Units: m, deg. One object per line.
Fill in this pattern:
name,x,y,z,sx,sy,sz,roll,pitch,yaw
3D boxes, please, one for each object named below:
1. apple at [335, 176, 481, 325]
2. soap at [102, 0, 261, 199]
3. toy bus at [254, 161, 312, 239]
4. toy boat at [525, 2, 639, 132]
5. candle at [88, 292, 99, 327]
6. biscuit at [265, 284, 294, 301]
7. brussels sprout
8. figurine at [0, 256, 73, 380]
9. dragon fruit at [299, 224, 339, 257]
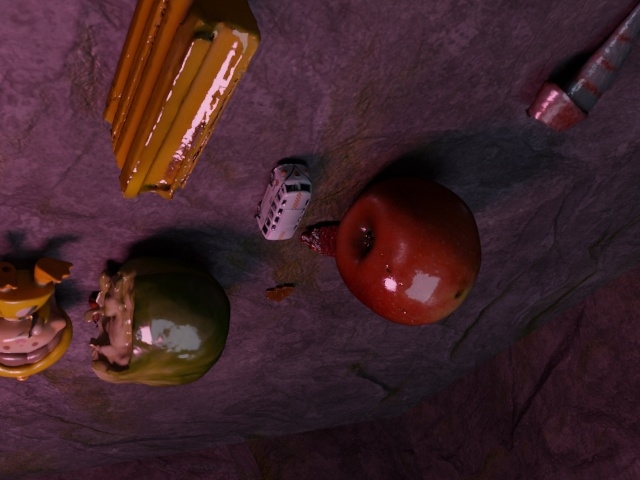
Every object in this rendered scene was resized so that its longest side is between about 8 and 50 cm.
apple,0.196,0.023,1.269,0.277,0.348,0.348,11,139,-31
soap,-0.209,-0.223,0.772,0.096,0.204,0.324,2,145,-36
toy bus,-0.076,-0.080,1.190,0.087,0.089,0.194,-3,145,-26
toy boat,0.561,-0.350,1.122,0.206,0.096,0.282,2,132,-42
candle,-0.577,0.180,1.413,0.026,0.021,0.167,17,143,-7
biscuit,-0.118,0.151,1.618,0.092,0.016,0.082,-28,144,15
brussels sprout,-0.375,0.201,1.304,0.315,0.276,0.371,18,134,-41
figurine,-0.643,0.165,1.197,0.215,0.187,0.343,8,137,-29
dragon fruit,-0.001,-0.001,1.412,0.131,0.063,0.097,-5,113,-28
